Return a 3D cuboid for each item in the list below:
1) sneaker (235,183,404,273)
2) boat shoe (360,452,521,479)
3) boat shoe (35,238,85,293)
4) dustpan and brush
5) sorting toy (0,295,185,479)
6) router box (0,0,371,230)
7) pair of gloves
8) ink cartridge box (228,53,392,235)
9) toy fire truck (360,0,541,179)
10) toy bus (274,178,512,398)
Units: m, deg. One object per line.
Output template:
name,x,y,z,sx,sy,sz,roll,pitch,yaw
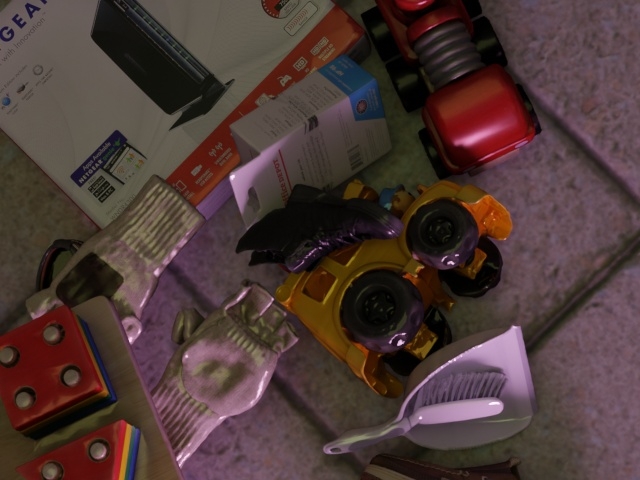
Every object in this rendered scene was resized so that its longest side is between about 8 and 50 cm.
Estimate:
sneaker,-0.001,-0.001,1.537,0.170,0.051,0.089,17,73,43
boat shoe,0.170,0.259,1.584,0.257,0.095,0.095,23,62,11
boat shoe,-0.265,0.114,1.655,0.084,0.079,0.233,2,84,6
dustpan and brush,0.104,0.167,1.567,0.211,0.147,0.060,-11,43,7
sorting toy,-0.277,0.208,1.491,0.257,0.089,0.255,-25,70,2
router box,-0.169,-0.187,1.678,0.301,0.082,0.335,43,90,10
pair of gloves,-0.154,0.082,1.574,0.204,0.042,0.240,-43,79,11
ink cartridge box,-0.023,-0.093,1.602,0.180,0.104,0.060,-33,50,-16
toy fire truck,0.139,-0.194,1.556,0.159,0.246,0.217,-25,80,4
toy bus,0.055,0.015,1.606,0.211,0.149,0.220,35,87,27
